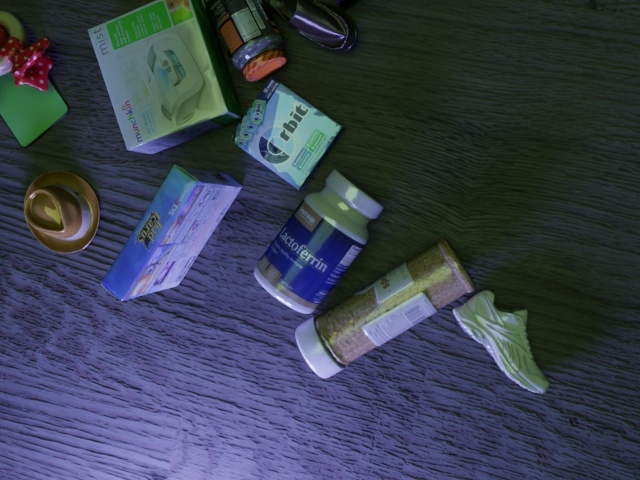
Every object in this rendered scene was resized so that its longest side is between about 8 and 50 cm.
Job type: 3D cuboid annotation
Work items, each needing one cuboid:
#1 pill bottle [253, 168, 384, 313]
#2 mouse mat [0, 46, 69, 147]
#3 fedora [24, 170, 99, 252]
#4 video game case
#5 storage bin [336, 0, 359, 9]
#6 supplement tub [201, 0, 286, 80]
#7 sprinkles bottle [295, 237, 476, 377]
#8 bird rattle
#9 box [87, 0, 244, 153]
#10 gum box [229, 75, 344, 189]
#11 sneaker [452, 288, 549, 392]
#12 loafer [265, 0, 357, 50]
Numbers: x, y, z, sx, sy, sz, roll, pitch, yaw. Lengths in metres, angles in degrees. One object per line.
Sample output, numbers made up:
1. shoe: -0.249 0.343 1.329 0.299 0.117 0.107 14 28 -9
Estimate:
1. pill bottle: 0.000 0.000 1.257 0.153 0.153 0.264 37 99 7
2. mouse mat: -0.671 -0.325 1.445 0.152 0.007 0.189 -35 87 11
3. fedora: -0.587 -0.062 1.406 0.194 0.079 0.194 1 94 11
4. video game case: -0.287 -0.018 1.265 0.061 0.244 0.269 35 99 8
5. storage bin: 0.058 -0.525 1.201 0.122 0.180 0.084 -33 88 11
6. supplement tub: -0.150 -0.427 1.281 0.117 0.117 0.190 -27 88 11
7. sprinkles bottle: 0.125 0.136 1.256 0.355 0.121 0.121 -33 87 11
8. bird rattle: -0.714 -0.417 1.387 0.253 0.143 0.207 -19 73 8
9. box: -0.315 -0.341 1.316 0.231 0.127 0.262 -17 91 10
10. gum box: -0.069 -0.220 1.314 0.184 0.041 0.157 36 99 6
11. sneaker: 0.371 0.189 1.228 0.115 0.090 0.232 -43 86 7
12. loafer: -0.029 -0.442 1.266 0.220 0.078 0.080 33 122 13
